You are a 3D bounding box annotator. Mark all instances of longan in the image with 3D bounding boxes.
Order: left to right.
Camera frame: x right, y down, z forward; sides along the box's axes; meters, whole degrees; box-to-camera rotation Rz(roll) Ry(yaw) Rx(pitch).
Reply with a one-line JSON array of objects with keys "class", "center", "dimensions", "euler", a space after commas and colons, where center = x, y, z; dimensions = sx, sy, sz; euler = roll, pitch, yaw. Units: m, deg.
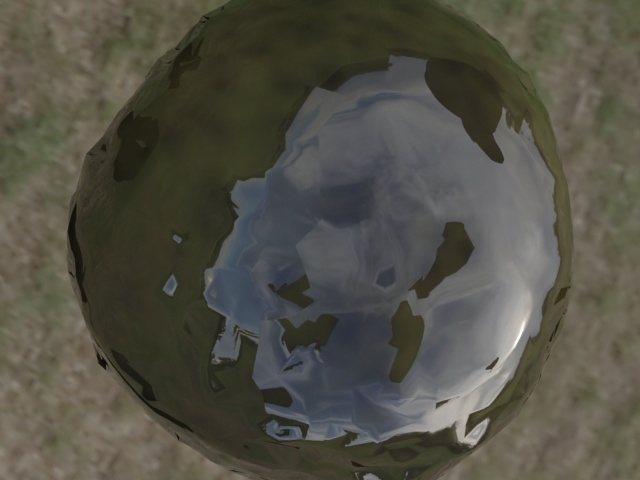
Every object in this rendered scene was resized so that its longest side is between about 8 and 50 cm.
[{"class": "longan", "center": [0.000, 0.000, 1.475], "dimensions": [0.391, 0.391, 0.391], "euler": [-19, 120, -37]}]
